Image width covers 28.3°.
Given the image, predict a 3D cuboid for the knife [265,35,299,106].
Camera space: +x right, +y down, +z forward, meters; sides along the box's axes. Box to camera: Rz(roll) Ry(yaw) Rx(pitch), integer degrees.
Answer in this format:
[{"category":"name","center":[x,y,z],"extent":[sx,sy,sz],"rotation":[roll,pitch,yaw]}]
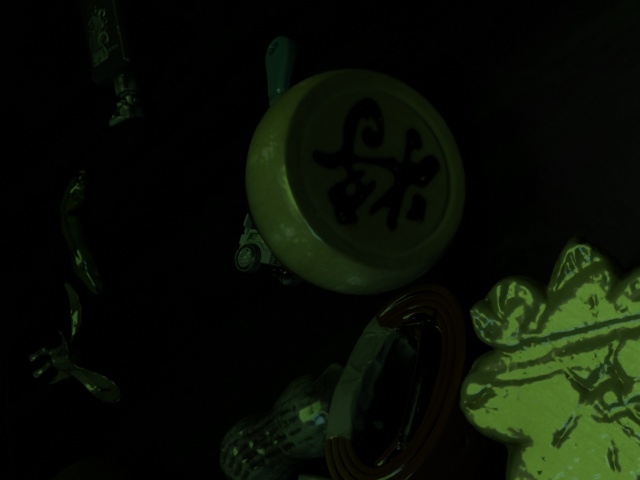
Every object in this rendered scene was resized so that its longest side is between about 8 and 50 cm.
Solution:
[{"category":"knife","center":[-0.058,-0.152,1.625],"extent":[0.058,0.032,0.244],"rotation":[-19,58,46]}]

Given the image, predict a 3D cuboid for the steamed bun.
[{"category":"steamed bun","center":[0.285,0.157,1.268],"extent":[0.295,0.137,0.292],"rotation":[25,96,24]}]

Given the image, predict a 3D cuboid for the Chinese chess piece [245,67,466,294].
[{"category":"Chinese chess piece","center":[0.041,-0.066,1.423],"extent":[0.104,0.257,0.257],"rotation":[-28,69,57]}]

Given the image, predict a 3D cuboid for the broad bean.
[{"category":"broad bean","center":[-0.372,-0.009,1.953],"extent":[0.061,0.046,0.195],"rotation":[-19,74,44]}]

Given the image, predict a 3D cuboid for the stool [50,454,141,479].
[{"category":"stool","center":[-0.272,0.447,1.756],"extent":[0.264,0.179,0.179],"rotation":[42,116,35]}]

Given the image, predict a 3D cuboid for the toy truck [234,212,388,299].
[{"category":"toy truck","center":[0.000,0.000,1.568],"extent":[0.216,0.110,0.116],"rotation":[6,80,44]}]

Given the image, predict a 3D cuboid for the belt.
[{"category":"belt","center":[0.102,0.181,1.395],"extent":[0.184,0.105,0.261],"rotation":[-13,51,38]}]

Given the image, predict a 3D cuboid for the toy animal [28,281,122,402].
[{"category":"toy animal","center":[-0.400,0.180,1.942],"extent":[0.155,0.095,0.219],"rotation":[-37,64,32]}]

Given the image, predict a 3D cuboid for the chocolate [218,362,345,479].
[{"category":"chocolate","center":[-0.033,0.240,1.586],"extent":[0.248,0.110,0.110],"rotation":[-40,63,39]}]

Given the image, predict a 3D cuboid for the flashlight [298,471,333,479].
[{"category":"flashlight","center":[0.008,0.309,1.605],"extent":[0.083,0.018,0.018],"rotation":[3,90,43]}]

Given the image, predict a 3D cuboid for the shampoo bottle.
[{"category":"shampoo bottle","center":[-0.304,-0.321,1.882],"extent":[0.098,0.071,0.309],"rotation":[-21,76,38]}]
